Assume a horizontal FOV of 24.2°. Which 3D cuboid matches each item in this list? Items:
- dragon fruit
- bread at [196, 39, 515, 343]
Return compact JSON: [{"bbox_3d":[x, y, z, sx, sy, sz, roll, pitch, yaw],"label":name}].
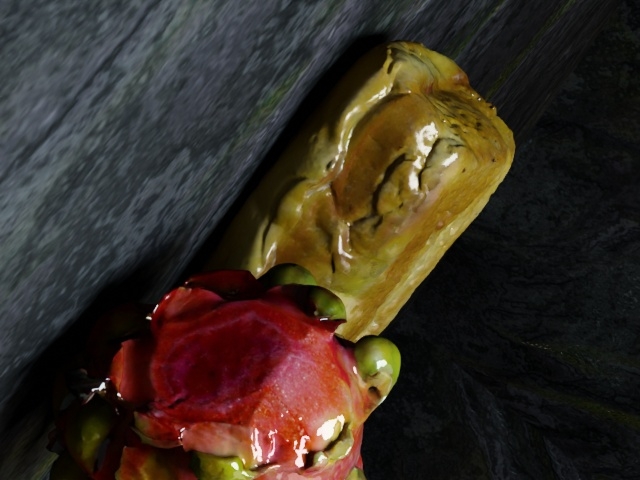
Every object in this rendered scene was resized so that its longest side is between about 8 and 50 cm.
[{"bbox_3d":[-0.089,0.129,1.105,0.227,0.307,0.243,-34,131,-37],"label":"dragon fruit"},{"bbox_3d":[0.009,-0.006,1.263,0.344,0.149,0.195,-53,161,22],"label":"bread"}]
